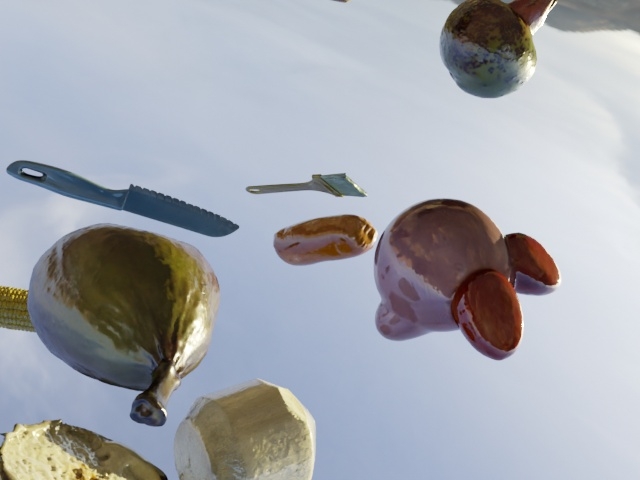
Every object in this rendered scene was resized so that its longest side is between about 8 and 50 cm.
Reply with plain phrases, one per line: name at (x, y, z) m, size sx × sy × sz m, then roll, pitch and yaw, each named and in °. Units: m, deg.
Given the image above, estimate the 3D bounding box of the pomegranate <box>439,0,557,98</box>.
pomegranate at (0.366, -0.412, 1.146) m, size 0.214 × 0.248 × 0.214 m, roll 42°, pitch -156°, yaw -24°

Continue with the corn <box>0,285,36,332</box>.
corn at (-0.557, 0.135, 1.086) m, size 0.249 × 0.081 × 0.081 m, roll 14°, pitch -151°, yaw -24°

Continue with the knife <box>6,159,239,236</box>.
knife at (-0.260, -0.056, 0.782) m, size 0.313 × 0.044 × 0.019 m, roll 18°, pitch -172°, yaw -25°

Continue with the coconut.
coconut at (-0.124, 0.380, 1.050) m, size 0.266 × 0.237 × 0.237 m, roll -4°, pitch -144°, yaw -33°

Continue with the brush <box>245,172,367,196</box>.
brush at (-0.034, -0.083, 0.898) m, size 0.205 × 0.011 × 0.083 m, roll 1°, pitch 164°, yaw 30°

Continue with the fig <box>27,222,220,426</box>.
fig at (-0.154, 0.070, 0.480) m, size 0.170 × 0.145 × 0.274 m, roll 17°, pitch -173°, yaw -29°

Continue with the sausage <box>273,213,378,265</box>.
sausage at (0.000, 0.000, 1.113) m, size 0.238 × 0.098 × 0.098 m, roll -9°, pitch -171°, yaw 41°

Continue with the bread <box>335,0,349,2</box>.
bread at (0.070, -0.612, 1.078) m, size 0.132 × 0.294 × 0.167 m, roll 18°, pitch 166°, yaw 4°

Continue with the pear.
pear at (-0.346, 0.381, 0.769) m, size 0.267 × 0.178 × 0.267 m, roll 34°, pitch -176°, yaw -3°

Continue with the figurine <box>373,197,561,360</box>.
figurine at (0.207, 0.035, 0.903) m, size 0.262 × 0.211 × 0.270 m, roll -6°, pitch -161°, yaw 44°
